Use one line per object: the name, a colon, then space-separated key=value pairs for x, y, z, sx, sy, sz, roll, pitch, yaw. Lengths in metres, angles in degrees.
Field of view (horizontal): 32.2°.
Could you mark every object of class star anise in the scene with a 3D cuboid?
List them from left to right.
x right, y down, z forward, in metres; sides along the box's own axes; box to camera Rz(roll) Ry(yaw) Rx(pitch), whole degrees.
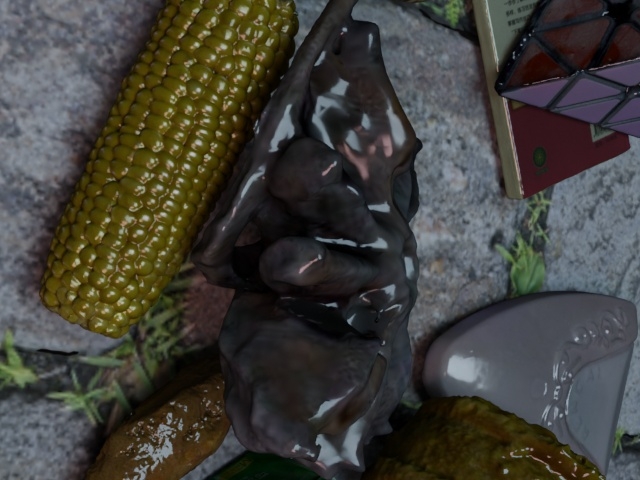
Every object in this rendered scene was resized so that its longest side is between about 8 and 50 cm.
star anise: x=0.000 y=0.000 z=0.734 sx=0.359 sy=0.139 sz=0.315 roll=-68 pitch=163 yaw=-50

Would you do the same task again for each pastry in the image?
pastry: x=0.128 y=0.202 z=0.832 sx=0.188 sy=0.189 sz=0.103 roll=50 pitch=64 yaw=-28

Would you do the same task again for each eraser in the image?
eraser: x=0.184 y=0.129 z=0.944 sx=0.243 sy=0.059 sz=0.204 roll=18 pitch=83 yaw=-40

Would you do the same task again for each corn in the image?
corn: x=-0.096 y=-0.062 z=0.706 sx=0.091 sy=0.091 sz=0.260 roll=28 pitch=81 yaw=-8

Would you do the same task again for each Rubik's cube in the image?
Rubik's cube: x=0.242 y=-0.134 z=0.953 sx=0.190 sy=0.211 sz=0.178 roll=-30 pitch=139 yaw=0

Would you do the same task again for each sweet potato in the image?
sweet potato: x=-0.089 y=0.118 z=0.747 sx=0.206 sy=0.060 sz=0.068 roll=-44 pitch=154 yaw=-36

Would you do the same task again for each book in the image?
book: x=0.199 y=-0.167 z=0.954 sx=0.162 sy=0.022 sz=0.231 roll=-24 pitch=107 yaw=-36

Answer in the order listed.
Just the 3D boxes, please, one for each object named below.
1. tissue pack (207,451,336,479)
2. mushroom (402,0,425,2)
tissue pack: x=-0.056 y=0.262 z=0.723 sx=0.209 sy=0.156 sz=0.148 roll=-29 pitch=113 yaw=-32
mushroom: x=0.103 y=-0.289 z=0.831 sx=0.116 sy=0.093 sz=0.225 roll=41 pitch=67 yaw=-46
